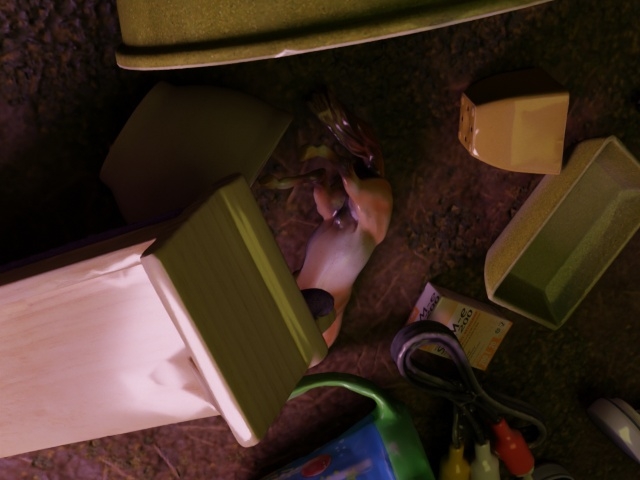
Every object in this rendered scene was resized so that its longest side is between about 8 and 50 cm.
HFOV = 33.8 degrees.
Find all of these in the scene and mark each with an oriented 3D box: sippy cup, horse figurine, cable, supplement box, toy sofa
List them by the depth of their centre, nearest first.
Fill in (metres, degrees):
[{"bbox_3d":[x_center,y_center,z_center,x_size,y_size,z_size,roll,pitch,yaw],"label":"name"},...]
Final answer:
[{"bbox_3d":[-0.180,0.068,0.794,0.362,0.177,0.150,-16,110,30],"label":"toy sofa"},{"bbox_3d":[0.000,0.000,0.955,0.174,0.066,0.263,12,102,-49],"label":"horse figurine"},{"bbox_3d":[0.019,0.304,1.043,0.224,0.306,0.240,-20,149,0],"label":"sippy cup"},{"bbox_3d":[0.140,0.089,1.085,0.098,0.036,0.062,20,106,-29],"label":"supplement box"},{"bbox_3d":[0.165,0.182,1.093,0.139,0.072,0.287,-21,135,2],"label":"cable"}]

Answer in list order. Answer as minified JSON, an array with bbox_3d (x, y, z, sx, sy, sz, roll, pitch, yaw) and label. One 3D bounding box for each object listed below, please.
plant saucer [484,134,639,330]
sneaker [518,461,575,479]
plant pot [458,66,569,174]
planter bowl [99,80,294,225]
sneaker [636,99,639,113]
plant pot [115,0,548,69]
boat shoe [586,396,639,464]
[{"bbox_3d":[0.244,-0.011,1.045,0.188,0.045,0.188,-54,145,8],"label":"plant saucer"},{"bbox_3d":[0.244,0.413,1.214,0.099,0.153,0.282,12,110,-27],"label":"sneaker"},{"bbox_3d":[0.174,-0.110,0.981,0.083,0.081,0.082,-4,116,-8],"label":"plant pot"},{"bbox_3d":[-0.109,-0.062,0.854,0.109,0.162,0.162,32,100,-5],"label":"planter bowl"},{"bbox_3d":[0.352,-0.169,1.051,0.109,0.040,0.044,-43,106,-2],"label":"sneaker"},{"bbox_3d":[0.008,-0.325,0.675,0.366,0.366,0.353,-16,108,-15],"label":"plant pot"},{"bbox_3d":[0.400,0.231,1.237,0.084,0.095,0.258,-50,132,2],"label":"boat shoe"}]
